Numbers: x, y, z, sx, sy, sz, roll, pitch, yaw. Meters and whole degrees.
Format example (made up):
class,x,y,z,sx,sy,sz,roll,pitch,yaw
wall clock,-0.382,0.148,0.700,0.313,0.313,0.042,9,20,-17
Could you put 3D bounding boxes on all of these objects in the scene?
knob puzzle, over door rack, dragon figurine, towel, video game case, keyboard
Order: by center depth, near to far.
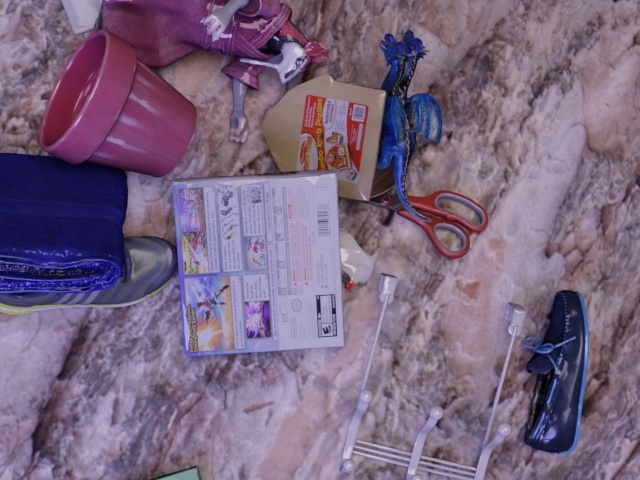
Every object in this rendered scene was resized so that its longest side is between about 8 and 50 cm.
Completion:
class,x,y,z,sx,sy,sz,roll,pitch,yaw
towel,-0.396,-0.024,1.673,0.228,0.308,0.076,4,121,-10
video game case,-0.092,0.033,1.750,0.244,0.061,0.269,-3,101,-3
dragon figurine,0.129,-0.177,1.775,0.085,0.144,0.289,-4,74,-27
over door rack,0.177,0.223,1.786,0.240,0.108,0.324,15,79,-6
knob puzzle,0.002,-0.162,1.790,0.213,0.030,0.213,4,101,22
keyboard,-0.407,-0.459,1.864,0.072,0.014,0.256,-21,84,-6

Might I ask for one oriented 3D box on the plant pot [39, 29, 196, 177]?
class,x,y,z,sx,sy,sz,roll,pitch,yaw
plant pot,-0.295,-0.189,1.738,0.180,0.201,0.201,25,77,-29

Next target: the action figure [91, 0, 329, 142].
class,x,y,z,sx,sy,sz,roll,pitch,yaw
action figure,-0.163,-0.341,1.816,0.370,0.248,0.275,13,53,-5

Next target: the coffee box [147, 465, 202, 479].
class,x,y,z,sx,sy,sz,roll,pitch,yaw
coffee box,-0.256,0.416,1.727,0.184,0.040,0.113,-17,84,-10

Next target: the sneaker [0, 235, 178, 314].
class,x,y,z,sx,sy,sz,roll,pitch,yaw
sneaker,-0.360,0.052,1.730,0.300,0.121,0.111,-12,84,-9

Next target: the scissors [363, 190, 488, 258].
class,x,y,z,sx,sy,sz,roll,pitch,yaw
scissors,0.127,-0.067,1.873,0.297,0.021,0.109,26,72,3

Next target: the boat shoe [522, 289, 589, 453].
class,x,y,z,sx,sy,sz,roll,pitch,yaw
boat shoe,0.367,0.203,1.817,0.089,0.109,0.258,6,78,-4

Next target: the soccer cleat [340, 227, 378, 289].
class,x,y,z,sx,sy,sz,roll,pitch,yaw
soccer cleat,0.000,0.000,1.821,0.196,0.068,0.076,34,72,-8

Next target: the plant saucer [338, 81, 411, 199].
class,x,y,z,sx,sy,sz,roll,pitch,yaw
plant saucer,0.050,-0.156,1.859,0.199,0.036,0.198,2,76,-8
